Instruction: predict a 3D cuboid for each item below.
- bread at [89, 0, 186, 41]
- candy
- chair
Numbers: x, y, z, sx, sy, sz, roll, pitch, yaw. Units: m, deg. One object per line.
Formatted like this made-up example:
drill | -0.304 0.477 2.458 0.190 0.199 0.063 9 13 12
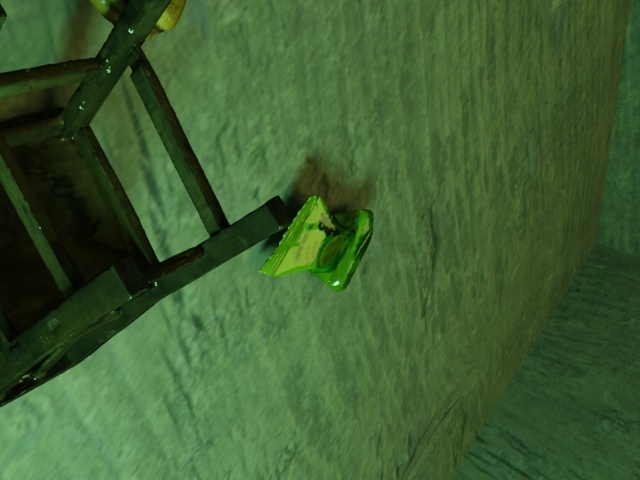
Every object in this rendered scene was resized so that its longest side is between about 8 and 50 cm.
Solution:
bread | -0.163 -0.292 0.743 0.116 0.077 0.200 43 47 -48
candy | 0.000 0.000 1.261 0.149 0.069 0.246 -65 156 5
chair | -0.260 -0.010 0.734 0.203 0.416 0.240 -30 89 -48
